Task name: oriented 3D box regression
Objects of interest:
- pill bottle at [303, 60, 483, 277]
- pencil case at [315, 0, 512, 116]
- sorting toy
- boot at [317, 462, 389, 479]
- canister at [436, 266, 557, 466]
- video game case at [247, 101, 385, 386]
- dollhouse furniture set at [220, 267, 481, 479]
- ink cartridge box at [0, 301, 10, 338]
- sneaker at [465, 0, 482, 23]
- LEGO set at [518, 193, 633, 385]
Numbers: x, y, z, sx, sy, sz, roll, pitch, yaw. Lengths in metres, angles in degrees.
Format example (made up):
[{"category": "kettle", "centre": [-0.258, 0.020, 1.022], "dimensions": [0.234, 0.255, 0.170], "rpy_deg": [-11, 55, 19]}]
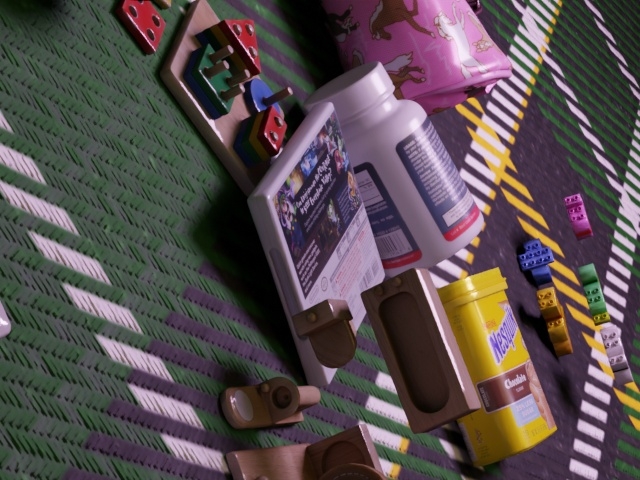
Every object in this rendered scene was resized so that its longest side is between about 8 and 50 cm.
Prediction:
[{"category": "pill bottle", "centre": [0.063, -0.067, 1.600], "dimensions": [0.180, 0.108, 0.108], "rpy_deg": [60, 24, -14]}, {"category": "pencil case", "centre": [0.048, -0.304, 1.732], "dimensions": [0.167, 0.160, 0.386], "rpy_deg": [131, -64, -84]}, {"category": "sorting toy", "centre": [-0.071, -0.134, 1.459], "dimensions": [0.274, 0.046, 0.132], "rpy_deg": [54, 26, -24]}, {"category": "boot", "centre": [0.086, 0.286, 1.299], "dimensions": [0.220, 0.109, 0.283], "rpy_deg": [-12, 85, -60]}, {"category": "canister", "centre": [0.157, 0.120, 1.670], "dimensions": [0.126, 0.073, 0.169], "rpy_deg": [-13, 82, -66]}, {"category": "video game case", "centre": [0.000, 0.000, 1.455], "dimensions": [0.190, 0.022, 0.173], "rpy_deg": [-58, 136, -58]}, {"category": "dollhouse furniture set", "centre": [0.015, 0.112, 1.282], "dimensions": [0.123, 0.151, 0.144], "rpy_deg": [6, 61, -63]}, {"category": "ink cartridge box", "centre": [-0.233, 0.077, 0.860], "dimensions": [0.255, 0.097, 0.189], "rpy_deg": [66, 24, 1]}, {"category": "sneaker", "centre": [0.159, -0.264, 1.849], "dimensions": [0.281, 0.106, 0.162], "rpy_deg": [160, -82, -70]}, {"category": "LEGO set", "centre": [0.274, 0.052, 1.955], "dimensions": [0.093, 0.087, 0.227], "rpy_deg": [52, 23, -64]}]
